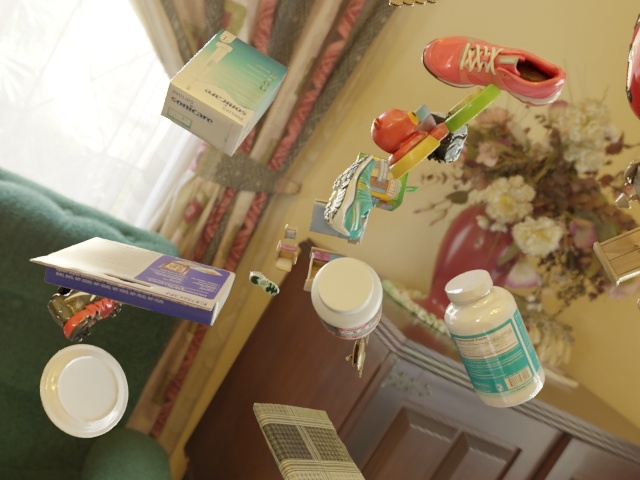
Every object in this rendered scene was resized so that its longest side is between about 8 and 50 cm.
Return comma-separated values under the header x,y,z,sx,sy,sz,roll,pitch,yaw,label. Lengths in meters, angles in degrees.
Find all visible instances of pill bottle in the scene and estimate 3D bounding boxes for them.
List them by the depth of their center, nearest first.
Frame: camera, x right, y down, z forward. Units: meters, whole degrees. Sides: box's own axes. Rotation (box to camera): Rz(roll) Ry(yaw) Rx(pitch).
x,y,z,sx,sy,sz,roll,pitch,yaw,label
0.345,0.195,1.301,0.146,0.146,0.264,-124,-171,-76,pill bottle
0.069,0.145,1.621,0.176,0.176,0.318,32,-11,13,pill bottle

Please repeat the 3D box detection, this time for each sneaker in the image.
x,y,z,sx,sy,sz,roll,pitch,yaw,label
0.375,-0.382,1.365,0.314,0.115,0.136,16,1,6,sneaker
-0.560,0.139,1.563,0.135,0.097,0.276,41,21,1,sneaker
0.092,-0.117,1.686,0.110,0.275,0.107,38,-39,-20,sneaker
-0.165,0.118,1.871,0.098,0.038,0.069,37,10,-19,sneaker

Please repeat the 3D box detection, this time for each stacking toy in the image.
x,y,z,sx,sy,sz,roll,pitch,yaw,label
0.242,-0.283,1.416,0.130,0.280,0.309,50,17,-3,stacking toy

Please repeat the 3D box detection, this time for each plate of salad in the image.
x,y,z,sx,sy,sz,roll,pitch,yaw,label
-0.506,0.321,1.366,0.200,0.048,0.199,29,47,-38,plate of salad

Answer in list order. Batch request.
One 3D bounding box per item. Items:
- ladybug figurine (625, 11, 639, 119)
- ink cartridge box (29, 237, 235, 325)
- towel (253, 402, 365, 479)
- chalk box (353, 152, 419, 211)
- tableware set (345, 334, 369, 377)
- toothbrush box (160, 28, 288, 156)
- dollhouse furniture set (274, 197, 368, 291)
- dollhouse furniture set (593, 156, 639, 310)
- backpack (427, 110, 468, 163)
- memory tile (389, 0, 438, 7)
x,y,z,sx,sy,sz,roll,pitch,yaw,label
0.842,-0.455,1.512,0.162,0.448,0.305,13,-4,45,ladybug figurine
-0.328,0.077,1.174,0.304,0.072,0.307,16,10,-2,ink cartridge box
-0.035,0.627,1.909,0.324,0.056,0.312,21,23,-43,towel
0.201,-0.176,2.025,0.213,0.132,0.132,15,-11,-3,chalk box
0.110,0.278,1.822,0.039,0.194,0.128,7,-40,11,tableware set
-0.249,-0.396,1.693,0.216,0.126,0.295,30,48,-4,toothbrush box
0.000,0.000,2.190,0.287,0.303,0.198,12,35,-2,dollhouse furniture set
0.751,-0.010,1.465,0.355,0.174,0.303,44,23,-62,dollhouse furniture set
0.347,-0.318,1.916,0.115,0.151,0.182,8,18,-41,backpack
0.251,-0.691,1.794,0.148,0.012,0.113,-9,50,-15,memory tile
